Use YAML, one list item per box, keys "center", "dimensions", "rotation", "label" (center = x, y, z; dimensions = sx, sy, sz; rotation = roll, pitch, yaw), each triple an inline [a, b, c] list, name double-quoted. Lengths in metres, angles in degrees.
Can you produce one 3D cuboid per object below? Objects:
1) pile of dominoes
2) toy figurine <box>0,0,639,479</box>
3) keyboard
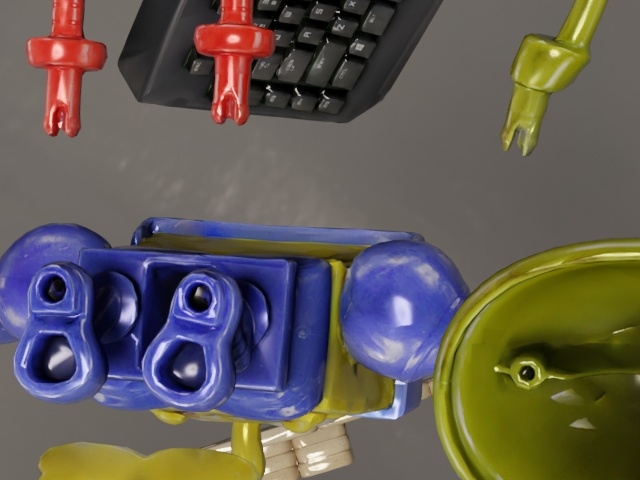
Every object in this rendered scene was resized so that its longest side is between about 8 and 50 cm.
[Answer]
- center: [0.052, 0.096, 1.014]
  dimensions: [0.251, 0.196, 0.040]
  rotation: [-16, 85, 1]
  label: "pile of dominoes"
- center: [0.000, 0.000, 0.615]
  dimensions: [0.363, 0.191, 0.217]
  rotation: [1, -2, 13]
  label: "toy figurine"
- center: [-0.006, -0.166, 0.699]
  dimensions: [0.202, 0.317, 0.033]
  rotation: [8, 44, -23]
  label: "keyboard"
